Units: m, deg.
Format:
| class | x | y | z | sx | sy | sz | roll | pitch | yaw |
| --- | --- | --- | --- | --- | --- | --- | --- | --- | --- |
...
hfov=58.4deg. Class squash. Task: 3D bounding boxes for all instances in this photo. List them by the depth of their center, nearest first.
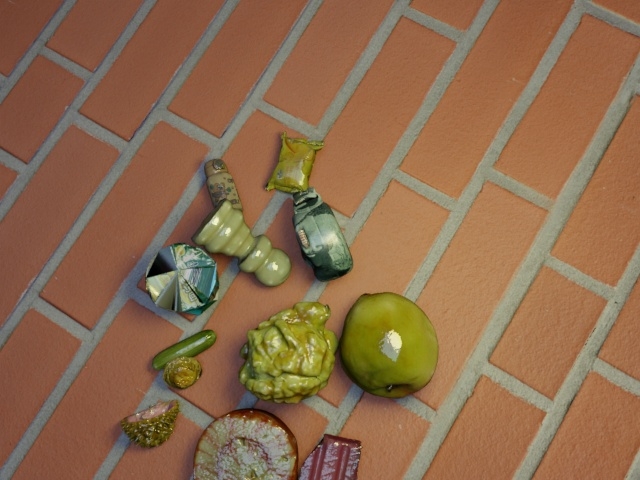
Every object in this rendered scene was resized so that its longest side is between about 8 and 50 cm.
| class | x | y | z | sx | sy | sz | roll | pitch | yaw |
| --- | --- | --- | --- | --- | --- | --- | --- | --- | --- |
| squash | -0.457 | 0.369 | 1.919 | 0.239 | 0.069 | 0.069 | -27 | 78 | -2 |

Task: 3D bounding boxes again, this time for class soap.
| class | x | y | z | sx | sy | sz | roll | pitch | yaw |
| --- | --- | --- | --- | --- | --- | --- | --- | --- | --- |
| soap | 0.019 | 0.758 | 1.784 | 0.182 | 0.112 | 0.288 | 10 | 80 | 7 |

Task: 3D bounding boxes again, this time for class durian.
| class | x | y | z | sx | sy | sz | roll | pitch | yaw |
| --- | --- | --- | --- | --- | --- | --- | --- | --- | --- |
| durian | -0.556 | 0.593 | 1.864 | 0.183 | 0.165 | 0.132 | 4 | 46 | -18 |

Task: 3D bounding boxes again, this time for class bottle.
| class | x | y | z | sx | sy | sz | roll | pitch | yaw |
| --- | --- | --- | --- | --- | --- | --- | --- | --- | --- |
| bottle | -0.344 | -0.186 | 1.999 | 0.097 | 0.110 | 0.209 | -13 | 77 | -30 |

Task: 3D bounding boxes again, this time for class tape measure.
| class | x | y | z | sx | sy | sz | roll | pitch | yaw |
| --- | --- | --- | --- | --- | --- | --- | --- | --- | --- |
| tape measure | 0.000 | 0.000 | 1.866 | 0.147 | 0.256 | 0.274 | -23 | 52 | 1 |

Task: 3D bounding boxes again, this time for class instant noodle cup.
| class | x | y | z | sx | sy | sz | roll | pitch | yaw |
| --- | --- | --- | --- | --- | --- | --- | --- | --- | --- |
| instant noodle cup | -0.442 | 0.134 | 1.907 | 0.241 | 0.178 | 0.240 | -1 | 79 | 4 |

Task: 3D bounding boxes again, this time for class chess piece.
| class | x | y | z | sx | sy | sz | roll | pitch | yaw |
| --- | --- | --- | --- | --- | --- | --- | --- | --- | --- |
| chess piece | -0.242 | 0.027 | 1.896 | 0.330 | 0.182 | 0.182 | 38 | 83 | -15 |

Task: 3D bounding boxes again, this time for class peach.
| class | x | y | z | sx | sy | sz | roll | pitch | yaw |
| --- | --- | --- | --- | --- | --- | --- | --- | --- | --- |
| peach | 0.206 | 0.320 | 1.774 | 0.315 | 0.281 | 0.315 | 5 | 70 | 11 |

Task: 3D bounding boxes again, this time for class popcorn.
| class | x | y | z | sx | sy | sz | roll | pitch | yaw |
| --- | --- | --- | --- | --- | --- | --- | --- | --- | --- |
| popcorn | -0.096 | 0.364 | 1.785 | 0.336 | 0.274 | 0.279 | -28 | 36 | 23 |

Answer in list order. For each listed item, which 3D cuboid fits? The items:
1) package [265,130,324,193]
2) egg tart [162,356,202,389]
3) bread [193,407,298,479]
| class | x | y | z | sx | sy | sz | roll | pitch | yaw |
| --- | --- | --- | --- | --- | --- | --- | --- | --- | --- |
| package | -0.090 | -0.266 | 2.006 | 0.169 | 0.090 | 0.226 | 13 | 82 | 9 |
| egg tart | -0.454 | 0.439 | 1.884 | 0.131 | 0.052 | 0.130 | -7 | 111 | -19 |
| bread | -0.232 | 0.687 | 1.816 | 0.328 | 0.114 | 0.294 | 0 | 78 | 5 |
